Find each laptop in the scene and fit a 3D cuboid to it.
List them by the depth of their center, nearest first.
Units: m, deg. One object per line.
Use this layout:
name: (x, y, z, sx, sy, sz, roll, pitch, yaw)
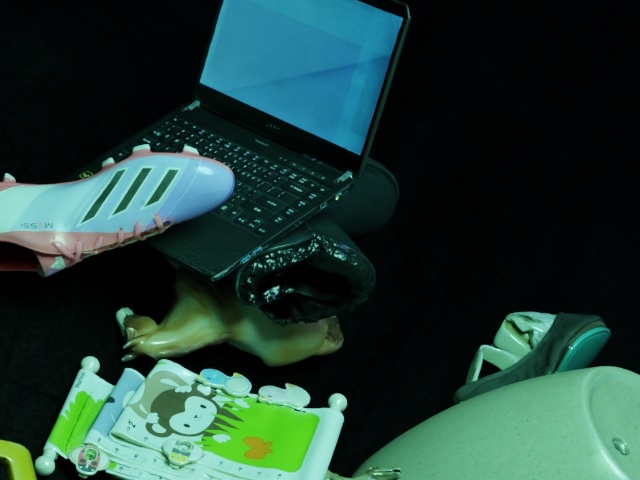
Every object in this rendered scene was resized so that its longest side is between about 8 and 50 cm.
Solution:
laptop: (-0.082, -0.118, 1.688, 0.264, 0.136, 0.234, -35, 41, -28)

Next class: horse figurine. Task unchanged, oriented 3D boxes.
horse figurine: (-0.072, 0.059, 1.759, 0.263, 0.066, 0.174, 17, 31, -31)

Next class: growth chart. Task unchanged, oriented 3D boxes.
growth chart: (-0.099, 0.153, 1.567, 0.237, 0.021, 0.172, 10, 34, -2)

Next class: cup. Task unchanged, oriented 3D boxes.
cup: (0.217, 0.246, 1.674, 0.331, 0.237, 0.331, 28, 33, -21)

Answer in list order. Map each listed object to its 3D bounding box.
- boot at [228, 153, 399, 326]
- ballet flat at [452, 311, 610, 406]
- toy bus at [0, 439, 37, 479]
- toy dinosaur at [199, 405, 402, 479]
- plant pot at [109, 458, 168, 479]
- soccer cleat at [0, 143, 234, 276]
boot: (0.000, 0.000, 1.754, 0.246, 0.094, 0.207, 4, 28, -31)
ballet flat: (0.213, 0.123, 1.976, 0.096, 0.095, 0.280, 34, 29, 12)
toy bus: (-0.230, 0.229, 1.320, 0.202, 0.104, 0.191, 41, 31, 0)
toy dinosaur: (-0.019, 0.198, 1.607, 0.183, 0.053, 0.092, 17, 19, -16)
plant pot: (-0.064, 0.246, 1.559, 0.236, 0.032, 0.236, 29, 33, -21)
soccer cleat: (-0.191, -0.015, 1.597, 0.248, 0.083, 0.095, -7, 59, 4)
